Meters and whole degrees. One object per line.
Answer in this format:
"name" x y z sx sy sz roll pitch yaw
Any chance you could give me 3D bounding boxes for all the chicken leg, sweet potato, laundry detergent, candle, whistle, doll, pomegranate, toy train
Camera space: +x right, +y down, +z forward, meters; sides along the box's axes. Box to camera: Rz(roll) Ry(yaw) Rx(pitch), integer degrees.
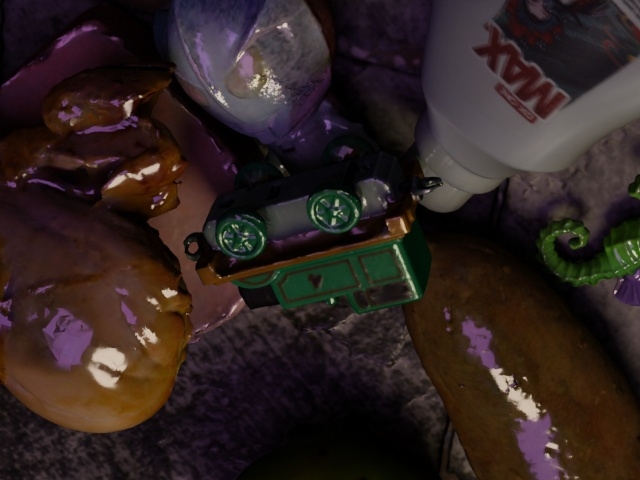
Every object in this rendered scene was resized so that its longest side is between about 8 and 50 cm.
"chicken leg" -0.241 -0.052 1.489 0.409 0.182 0.295 37 101 9
"sweet potato" 0.176 0.117 1.593 0.158 0.158 0.370 -23 103 26
"laundry detergent" 0.179 -0.177 1.414 0.264 0.124 0.398 53 132 14
"candle" -0.197 -0.064 1.608 0.317 0.131 0.287 1 113 5
"whistle" -0.024 -0.116 1.533 0.142 0.134 0.346 -24 119 23
"doll" 0.270 -0.002 1.548 0.190 0.050 0.115 -22 114 28
"pomegranate" 0.015 0.303 1.721 0.236 0.236 0.302 21 156 4
"toy train" 0.000 0.000 1.484 0.227 0.091 0.136 -17 118 21
